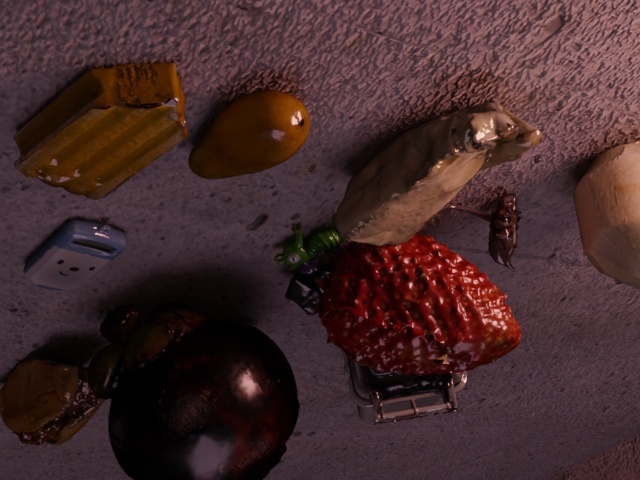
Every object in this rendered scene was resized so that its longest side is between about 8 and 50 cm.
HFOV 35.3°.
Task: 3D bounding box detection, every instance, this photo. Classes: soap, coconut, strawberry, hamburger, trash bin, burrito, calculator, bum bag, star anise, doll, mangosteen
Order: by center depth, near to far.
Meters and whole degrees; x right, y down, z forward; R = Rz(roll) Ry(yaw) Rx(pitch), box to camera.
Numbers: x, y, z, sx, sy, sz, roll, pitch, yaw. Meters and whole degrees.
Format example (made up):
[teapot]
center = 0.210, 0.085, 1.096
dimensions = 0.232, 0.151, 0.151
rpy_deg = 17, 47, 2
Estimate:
[soap]
center = -0.299, -0.163, 1.442
dimensions = 0.257, 0.080, 0.160
rpy_deg = -31, 147, 30
[burrito]
center = 0.182, -0.123, 1.635
dimensions = 0.190, 0.135, 0.332
rpy_deg = 8, 143, -47
[calculator]
center = -0.430, 0.026, 1.766
dimensions = 0.121, 0.039, 0.210
rpy_deg = 16, 140, -42
[strawberry]
center = 0.168, 0.130, 1.804
dimensions = 0.292, 0.292, 0.343
rpy_deg = 22, 180, -45
[coconut]
center = 0.581, -0.033, 1.807
dimensions = 0.237, 0.265, 0.237
rpy_deg = -9, 159, -4
[doll]
center = 0.000, 0.000, 1.873
dimensions = 0.190, 0.050, 0.115
rpy_deg = -25, 141, 15
[star anise]
center = 0.259, -0.028, 1.880
dimensions = 0.227, 0.148, 0.218
rpy_deg = 10, -170, 14
[mangosteen]
center = -0.256, 0.317, 1.946
dimensions = 0.421, 0.381, 0.381
rpy_deg = 17, 153, 12
[bum bag]
center = 0.078, 0.073, 1.998
dimensions = 0.310, 0.074, 0.137
rpy_deg = -14, 139, -7
[hamburger]
center = -0.567, 0.335, 2.133
dimensions = 0.155, 0.245, 0.282
rpy_deg = 11, -172, -44
[trash bin]
center = 0.167, 0.283, 2.202
dimensions = 0.256, 0.296, 0.367
rpy_deg = -10, 157, -6

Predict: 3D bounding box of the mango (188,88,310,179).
[mango]
center = -0.107, -0.153, 1.517
dimensions = 0.136, 0.099, 0.227
rpy_deg = 12, 151, -43
